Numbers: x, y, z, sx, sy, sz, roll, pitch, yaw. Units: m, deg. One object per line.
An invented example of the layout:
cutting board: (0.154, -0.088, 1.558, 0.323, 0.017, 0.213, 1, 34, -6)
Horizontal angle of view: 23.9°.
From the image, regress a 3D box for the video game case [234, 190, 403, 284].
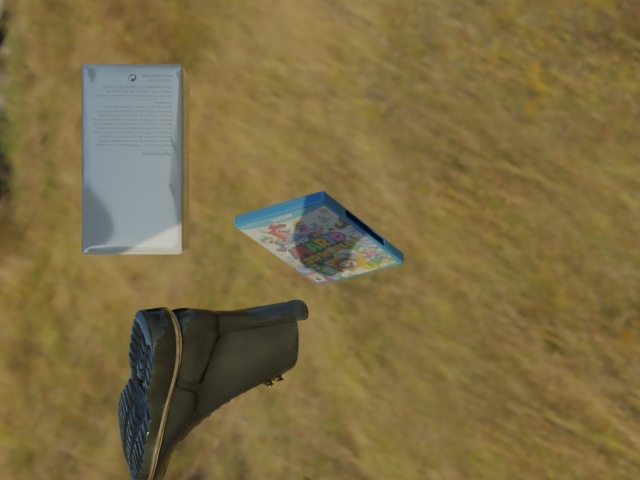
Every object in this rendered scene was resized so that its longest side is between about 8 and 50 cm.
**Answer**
video game case: (0.000, 0.000, 1.685, 0.119, 0.166, 0.015, -15, 57, 31)

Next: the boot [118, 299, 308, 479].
boot: (-0.088, 0.130, 1.240, 0.198, 0.137, 0.077, 108, 147, -45)

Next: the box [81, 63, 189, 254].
box: (-0.168, -0.073, 1.393, 0.130, 0.091, 0.170, -155, 65, -87)

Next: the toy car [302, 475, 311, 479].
toy car: (0.014, 0.299, 1.533, 0.040, 0.060, 0.122, -61, 36, 32)
